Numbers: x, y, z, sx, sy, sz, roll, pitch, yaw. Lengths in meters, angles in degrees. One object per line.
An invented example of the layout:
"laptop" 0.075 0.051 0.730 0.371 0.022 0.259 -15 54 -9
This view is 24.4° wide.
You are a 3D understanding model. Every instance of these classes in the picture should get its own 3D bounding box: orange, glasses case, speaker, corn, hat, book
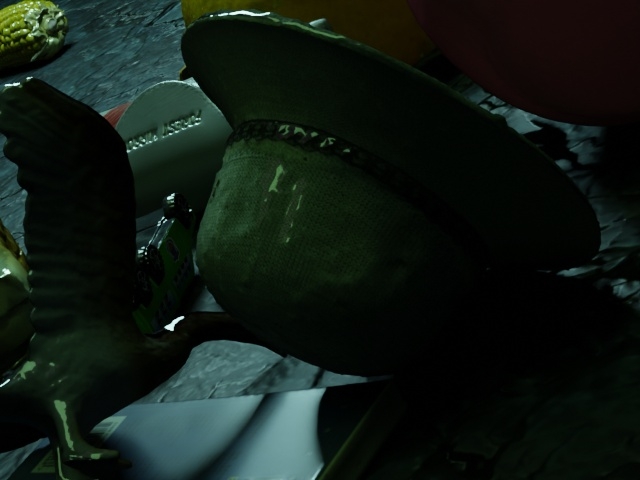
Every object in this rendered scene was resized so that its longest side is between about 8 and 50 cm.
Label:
"orange" 0.002 -0.231 1.355 0.262 0.196 0.334 -39 42 1
"glasses case" -0.108 -0.087 1.242 0.308 0.128 0.083 -19 -20 28
"speaker" 0.194 -0.218 0.965 0.294 0.294 0.294 -25 21 10
"corn" -0.473 -0.303 2.240 0.260 0.091 0.091 -8 27 46
"hat" 0.008 -0.001 0.804 0.257 0.257 0.130 8 65 57
"book" -0.101 0.153 0.825 0.269 0.025 0.191 -10 29 40

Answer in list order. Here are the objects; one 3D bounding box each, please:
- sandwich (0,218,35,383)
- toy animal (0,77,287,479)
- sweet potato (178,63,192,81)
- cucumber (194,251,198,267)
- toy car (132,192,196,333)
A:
"sandwich" -0.348 0.092 1.180 0.273 0.095 0.249 -32 25 -10
"toy animal" -0.122 0.080 0.844 0.160 0.197 0.272 -81 10 -45
"sweet potato" -0.046 -0.232 1.554 0.243 0.077 0.077 -29 21 0
"cucumber" 0.000 0.000 1.004 0.250 0.056 0.056 -14 25 40
"toy car" -0.135 0.027 1.099 0.071 0.062 0.165 -20 23 20
